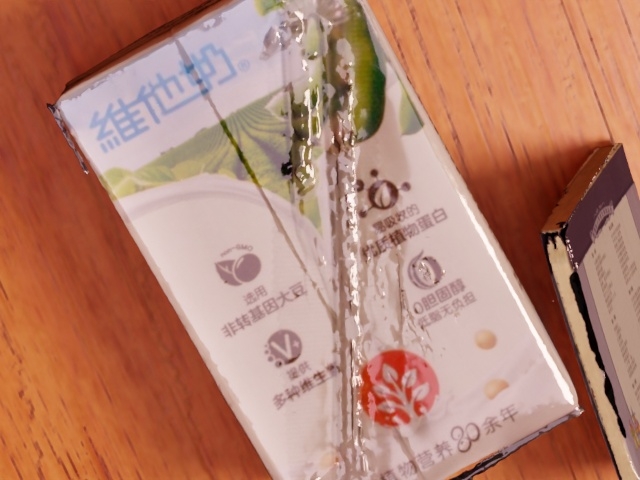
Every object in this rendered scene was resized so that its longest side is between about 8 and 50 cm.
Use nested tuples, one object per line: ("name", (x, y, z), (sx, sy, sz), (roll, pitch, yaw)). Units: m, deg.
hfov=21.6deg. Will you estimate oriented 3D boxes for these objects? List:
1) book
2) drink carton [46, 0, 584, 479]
("book", (0.198, 0.069, 1.076), (0.026, 0.157, 0.231), (-13, 106, 27))
("drink carton", (0.000, 0.001, 1.044), (0.194, 0.132, 0.325), (-29, 102, 2))
